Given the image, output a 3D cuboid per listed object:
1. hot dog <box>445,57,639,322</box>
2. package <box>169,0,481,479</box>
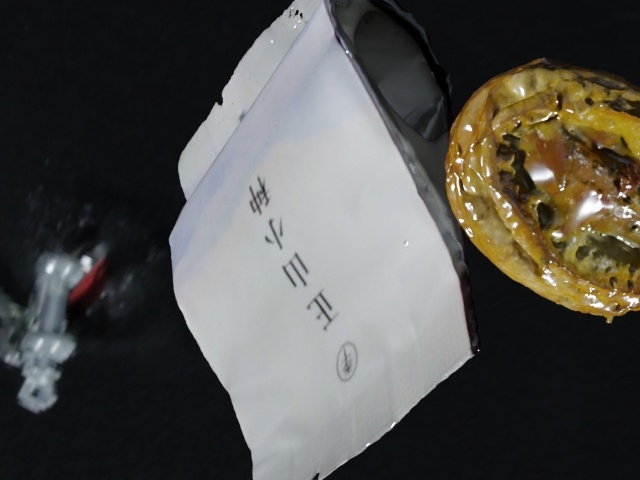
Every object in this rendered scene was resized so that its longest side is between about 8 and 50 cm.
[{"bbox_3d":[0.071,-0.012,0.450,0.083,0.035,0.058,23,-78,-31],"label":"hot dog"},{"bbox_3d":[0.000,0.000,0.903,0.062,0.204,0.251,7,-128,-32],"label":"package"}]
